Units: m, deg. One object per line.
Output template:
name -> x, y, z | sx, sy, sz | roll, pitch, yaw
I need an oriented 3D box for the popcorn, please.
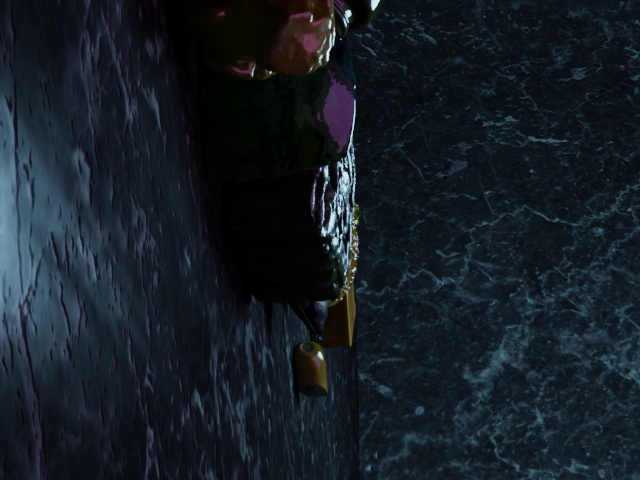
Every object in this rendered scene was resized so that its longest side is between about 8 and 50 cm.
popcorn -> -0.055, -0.214, 1.066 | 0.152, 0.148, 0.167 | 130, -51, -59

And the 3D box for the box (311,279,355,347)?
box -> 0.023, 0.084, 2.331 | 0.274, 0.076, 0.174 | -73, 161, -78

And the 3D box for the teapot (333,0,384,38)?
teapot -> -0.012, -0.345, 1.654 | 0.175, 0.185, 0.267 | -59, -162, -14

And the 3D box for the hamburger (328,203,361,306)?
hamburger -> 0.000, 0.000, 1.813 | 0.210, 0.116, 0.173 | 80, 11, -56

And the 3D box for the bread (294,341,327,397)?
bread -> -0.014, 0.212, 1.916 | 0.062, 0.049, 0.103 | -80, 164, -72

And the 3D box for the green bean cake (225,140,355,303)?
green bean cake -> -0.033, -0.075, 1.386 | 0.255, 0.132, 0.241 | 79, 13, -62

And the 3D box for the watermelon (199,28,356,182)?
watermelon -> -0.038, -0.167, 1.207 | 0.128, 0.146, 0.231 | 52, 38, -82

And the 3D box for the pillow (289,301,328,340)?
pillow -> -0.033, 0.023, 1.620 | 0.141, 0.055, 0.208 | -81, 154, -47
